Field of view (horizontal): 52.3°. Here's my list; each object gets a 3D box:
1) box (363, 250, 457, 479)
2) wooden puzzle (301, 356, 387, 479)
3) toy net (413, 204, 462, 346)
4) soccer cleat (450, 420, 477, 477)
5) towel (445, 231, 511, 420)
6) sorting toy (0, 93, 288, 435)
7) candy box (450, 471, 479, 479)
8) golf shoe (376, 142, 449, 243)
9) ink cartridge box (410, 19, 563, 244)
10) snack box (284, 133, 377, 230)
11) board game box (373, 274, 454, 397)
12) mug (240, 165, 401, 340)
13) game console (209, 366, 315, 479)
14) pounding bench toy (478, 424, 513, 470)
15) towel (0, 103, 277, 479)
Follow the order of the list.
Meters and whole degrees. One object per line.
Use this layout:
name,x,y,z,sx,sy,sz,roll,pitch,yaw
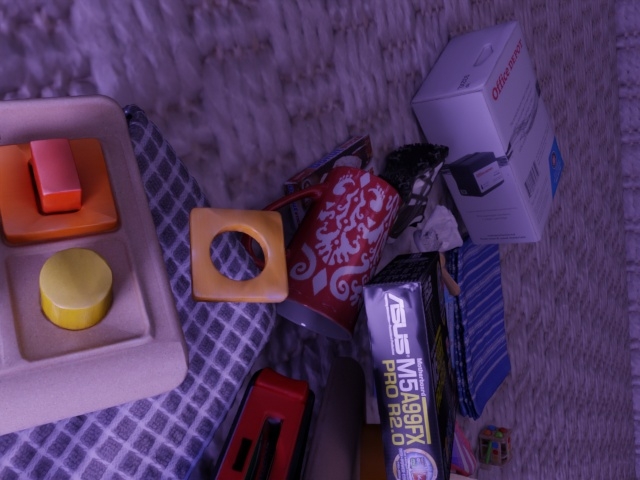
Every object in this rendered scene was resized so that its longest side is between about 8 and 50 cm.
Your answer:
box,0.111,0.133,0.746,0.270,0.060,0.216,-18,102,-76
wooden puzzle,0.055,0.349,0.728,0.322,0.081,0.347,-64,148,-71
toy net,0.145,0.061,0.938,0.122,0.045,0.232,12,75,-24
soccer cleat,0.200,0.313,1.046,0.248,0.083,0.095,39,79,-44
towel,0.313,0.144,1.249,0.243,0.040,0.335,-24,111,-53
sorting toy,-0.177,0.004,0.358,0.348,0.047,0.195,-10,71,-25
candy box,0.200,0.466,0.996,0.316,0.088,0.182,58,44,-59
golf shoe,0.126,-0.073,0.951,0.198,0.077,0.093,-44,137,-37
ink cartridge box,0.297,-0.178,1.117,0.307,0.129,0.223,59,46,-31
snack box,0.018,-0.077,0.825,0.178,0.022,0.064,-40,125,-47
board game box,0.149,0.142,1.010,0.212,0.039,0.160,-5,96,-56
mug,0.008,0.002,0.713,0.150,0.113,0.169,44,65,-44
game console,-0.078,0.324,0.489,0.386,0.060,0.341,-69,171,-62
pounding bench toy,0.339,0.407,1.284,0.083,0.052,0.065,-16,104,-54
towel,-0.164,0.074,0.481,0.235,0.121,0.283,59,46,-37
